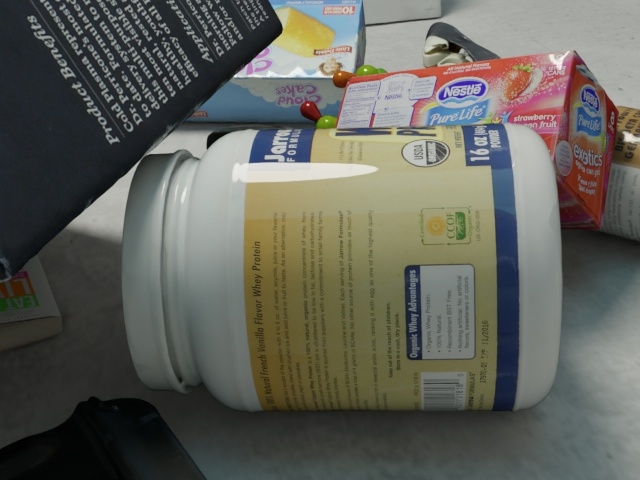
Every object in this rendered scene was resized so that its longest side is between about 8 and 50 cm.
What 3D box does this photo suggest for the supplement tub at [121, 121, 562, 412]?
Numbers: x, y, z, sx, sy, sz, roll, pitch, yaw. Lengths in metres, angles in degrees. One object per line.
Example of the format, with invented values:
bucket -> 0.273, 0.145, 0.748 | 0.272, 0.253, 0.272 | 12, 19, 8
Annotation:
supplement tub -> 0.020, 0.023, 0.831 | 0.316, 0.228, 0.228 | -1, 29, 5

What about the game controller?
game controller -> -0.136, 0.217, 0.692 | 0.166, 0.067, 0.319 | -31, 36, -16

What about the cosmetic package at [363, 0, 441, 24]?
cosmetic package -> 0.103, -0.544, 1.853 | 0.156, 0.217, 0.385 | -7, 28, -6

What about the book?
book -> -0.311, 0.058, 1.014 | 0.096, 0.035, 0.144 | -11, 28, -21

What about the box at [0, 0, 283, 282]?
box -> -0.361, -0.120, 0.881 | 0.479, 0.297, 0.472 | -24, 16, 31

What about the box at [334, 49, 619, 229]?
box -> 0.144, -0.089, 1.018 | 0.256, 0.122, 0.128 | -1, 66, 38

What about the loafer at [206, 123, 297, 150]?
loafer -> -0.053, -0.116, 1.263 | 0.170, 0.062, 0.061 | 11, 28, 23

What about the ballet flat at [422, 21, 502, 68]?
ballet flat -> 0.187, -0.260, 1.482 | 0.074, 0.074, 0.203 | -16, 34, -21

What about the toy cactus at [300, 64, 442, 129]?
toy cactus -> 0.101, -0.139, 1.265 | 0.219, 0.112, 0.180 | -13, 50, -31

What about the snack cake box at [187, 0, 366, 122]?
snack cake box -> -0.076, -0.241, 1.402 | 0.264, 0.089, 0.152 | 1, 54, 8

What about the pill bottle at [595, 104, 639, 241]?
pill bottle -> 0.311, -0.068, 1.057 | 0.229, 0.131, 0.131 | 17, 35, 33
